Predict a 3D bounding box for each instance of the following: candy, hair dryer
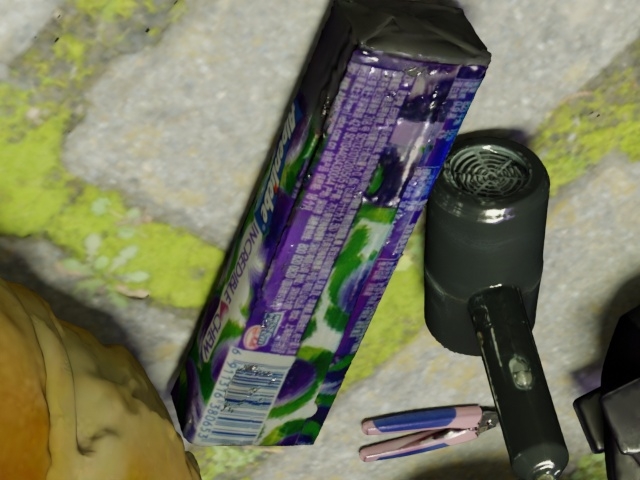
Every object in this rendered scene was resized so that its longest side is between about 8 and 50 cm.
[{"bbox_3d":[0.000,0.000,0.961,0.088,0.061,0.312,6,129,-24],"label":"candy"},{"bbox_3d":[0.105,0.054,0.936,0.071,0.219,0.124,-6,136,-3],"label":"hair dryer"}]

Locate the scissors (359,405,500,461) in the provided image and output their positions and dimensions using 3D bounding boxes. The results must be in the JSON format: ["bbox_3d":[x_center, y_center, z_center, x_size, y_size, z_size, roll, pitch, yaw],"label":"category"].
[{"bbox_3d":[0.082,0.129,1.140,0.113,0.012,0.039,-8,133,-13],"label":"scissors"}]

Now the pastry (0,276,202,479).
[{"bbox_3d":[-0.257,0.192,0.919,0.409,0.245,0.409,-10,136,-10],"label":"pastry"}]

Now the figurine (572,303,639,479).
[{"bbox_3d":[0.301,0.072,1.070,0.308,0.143,0.308,-14,145,-10],"label":"figurine"}]
